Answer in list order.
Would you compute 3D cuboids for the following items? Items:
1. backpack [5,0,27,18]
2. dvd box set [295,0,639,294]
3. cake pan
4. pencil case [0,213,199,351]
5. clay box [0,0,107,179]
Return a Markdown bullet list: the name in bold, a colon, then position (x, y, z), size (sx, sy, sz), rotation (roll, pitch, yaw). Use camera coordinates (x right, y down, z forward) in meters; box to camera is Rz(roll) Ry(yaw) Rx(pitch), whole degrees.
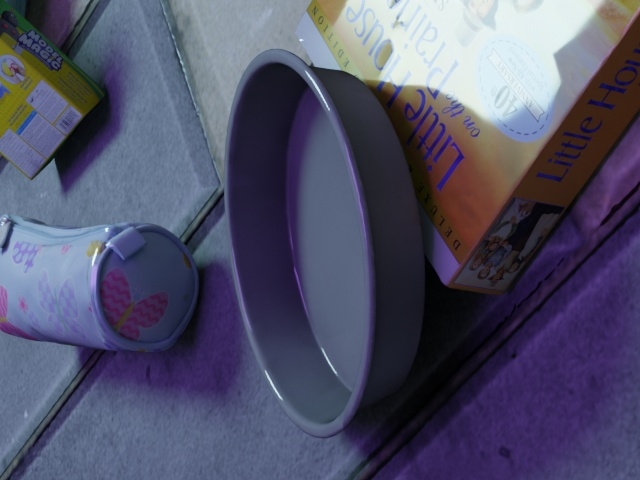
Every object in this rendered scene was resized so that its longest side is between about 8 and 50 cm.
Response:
- **backpack**: position (-0.438, -0.280, 1.928), size (0.253, 0.191, 0.225), rotation (-40, 67, 52)
- **dvd box set**: position (0.150, -0.216, 1.213), size (0.420, 0.062, 0.307), rotation (-57, 42, 31)
- **cake pan**: position (0.000, 0.000, 1.316), size (0.293, 0.054, 0.293), rotation (172, 90, -68)
- **pencil case**: position (-0.225, 0.036, 1.639), size (0.273, 0.113, 0.124), rotation (5, 109, 54)
- **clay box**: position (-0.337, -0.178, 1.773), size (0.127, 0.222, 0.053), rotation (-42, 7, 42)
